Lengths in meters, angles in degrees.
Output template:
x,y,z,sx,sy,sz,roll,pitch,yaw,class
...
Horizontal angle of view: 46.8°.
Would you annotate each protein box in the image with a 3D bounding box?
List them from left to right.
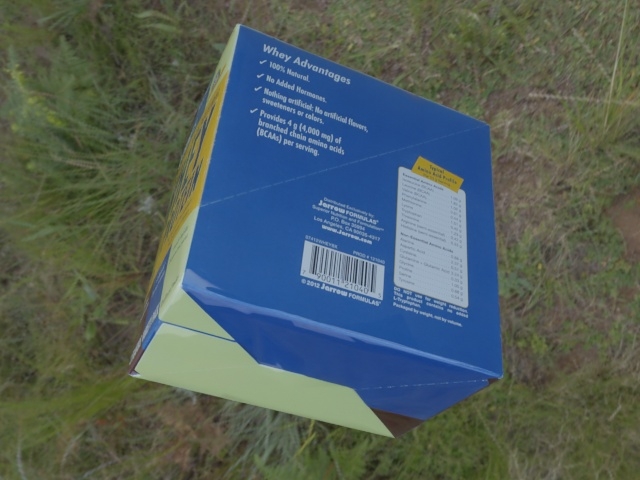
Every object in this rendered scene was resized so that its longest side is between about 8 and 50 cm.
x,y,z,sx,sy,sz,roll,pitch,yaw,class
0.000,0.000,0.504,0.200,0.201,0.136,18,144,-17,protein box
